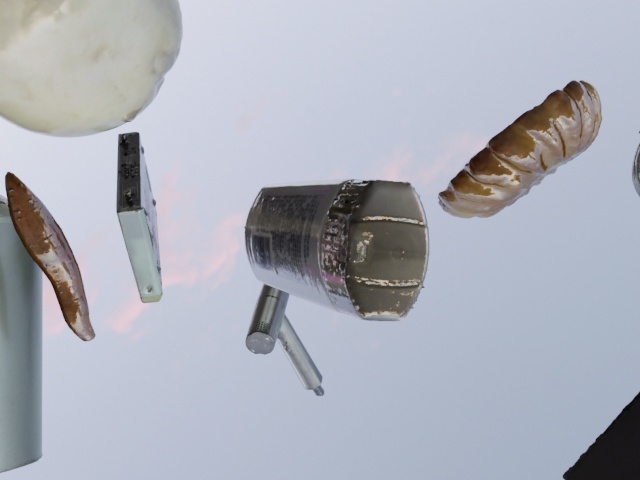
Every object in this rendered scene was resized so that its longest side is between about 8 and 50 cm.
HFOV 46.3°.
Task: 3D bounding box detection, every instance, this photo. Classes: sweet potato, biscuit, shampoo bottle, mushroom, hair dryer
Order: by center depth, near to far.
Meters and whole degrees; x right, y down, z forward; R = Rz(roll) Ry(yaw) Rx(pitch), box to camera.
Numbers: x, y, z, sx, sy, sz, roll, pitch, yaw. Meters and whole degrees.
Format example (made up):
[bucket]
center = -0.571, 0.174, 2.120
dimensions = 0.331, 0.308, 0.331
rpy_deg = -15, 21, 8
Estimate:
[shampoo bottle]
center = 0.000, 0.000, 0.527
dimensions = 0.056, 0.086, 0.227
rpy_deg = 2, -178, -20
[mushroom]
center = -0.360, -0.303, 0.982
dimensions = 0.314, 0.314, 0.336
rpy_deg = -42, -136, -10
[sweet potato]
center = -0.373, 0.024, 1.046
dimensions = 0.057, 0.264, 0.057
rpy_deg = -19, -159, 8
[biscuit]
center = 0.350, -0.142, 1.281
dimensions = 0.326, 0.326, 0.107
rpy_deg = -36, -102, -3
[hair dryer]
center = -0.079, 0.175, 1.611
dimensions = 0.156, 0.284, 0.320
rpy_deg = -3, -139, 11

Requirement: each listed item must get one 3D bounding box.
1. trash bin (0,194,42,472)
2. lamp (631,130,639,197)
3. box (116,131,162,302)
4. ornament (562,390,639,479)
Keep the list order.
[trash bin]
center = -0.562, 0.130, 1.143
dimensions = 0.280, 0.280, 0.432
rpy_deg = -7, -95, 26
[lamp]
center = 0.750, -0.161, 1.469
dimensions = 0.265, 0.233, 0.233
rpy_deg = -17, -137, 1
[box]
center = -0.310, -0.050, 1.287
dimensions = 0.045, 0.211, 0.270
rpy_deg = -10, -145, -8
[ornament]
center = 0.252, 0.150, 0.443
dimensions = 0.081, 0.203, 0.088
rpy_deg = -59, -148, 20
